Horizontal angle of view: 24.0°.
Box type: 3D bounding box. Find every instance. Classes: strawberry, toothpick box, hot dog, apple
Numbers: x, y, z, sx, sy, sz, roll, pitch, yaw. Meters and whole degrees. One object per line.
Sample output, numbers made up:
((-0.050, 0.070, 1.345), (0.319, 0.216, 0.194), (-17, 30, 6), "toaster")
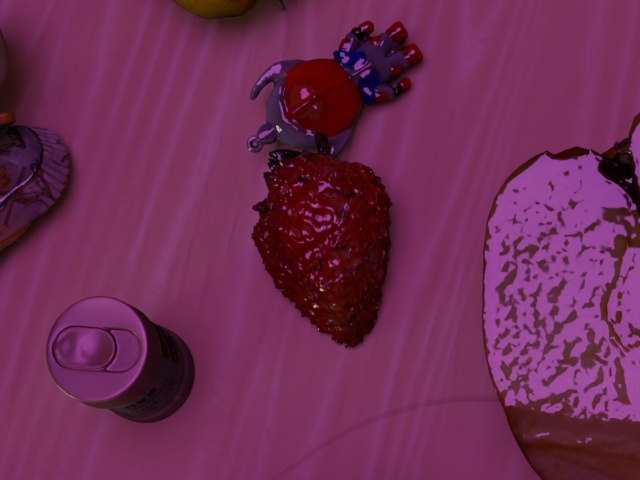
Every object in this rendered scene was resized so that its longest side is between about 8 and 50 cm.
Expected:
((-0.002, -0.003, 1.415), (0.140, 0.085, 0.192), (16, 93, 12), "strawberry")
((-0.184, 0.114, 1.405), (0.098, 0.149, 0.098), (-3, 76, 11), "toothpick box")
((-0.365, -0.027, 1.526), (0.252, 0.069, 0.131), (-35, 62, -1), "hot dog")
((0.312, 0.057, 1.241), (0.328, 0.295, 0.365), (-10, 64, -30), "apple")

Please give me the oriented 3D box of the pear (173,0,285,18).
((-0.112, -0.398, 1.477), (0.285, 0.285, 0.336), (16, 120, 16), "pear")

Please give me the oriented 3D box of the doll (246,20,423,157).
((0.009, -0.145, 1.474), (0.194, 0.062, 0.104), (-34, 106, -4), "doll")

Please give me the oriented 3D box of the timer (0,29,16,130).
((-0.431, -0.193, 1.489), (0.233, 0.233, 0.240), (-20, 93, 7), "timer")
